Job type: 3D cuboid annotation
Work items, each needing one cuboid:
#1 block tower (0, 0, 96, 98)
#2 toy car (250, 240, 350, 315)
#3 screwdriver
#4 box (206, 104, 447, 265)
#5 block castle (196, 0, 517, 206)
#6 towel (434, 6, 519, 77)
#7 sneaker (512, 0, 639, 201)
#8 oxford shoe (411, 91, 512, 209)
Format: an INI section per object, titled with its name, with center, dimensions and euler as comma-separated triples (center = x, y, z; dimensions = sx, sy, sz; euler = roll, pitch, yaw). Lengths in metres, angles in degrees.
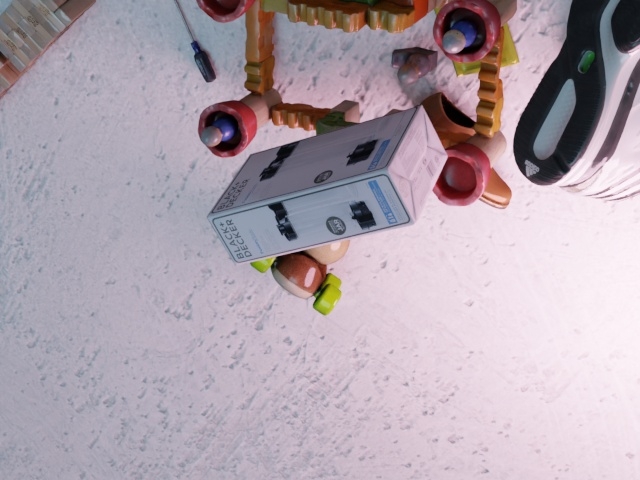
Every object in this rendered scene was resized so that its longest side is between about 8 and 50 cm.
[block tower]
center = -0.516, -0.320, 2.105
dimensions = 0.335, 0.097, 0.091
euler = -35, 104, 35
[toy car]
center = 0.000, 0.000, 2.105
dimensions = 0.155, 0.149, 0.188
euler = 35, 100, -7
[screwdriver]
center = -0.209, -0.329, 2.015
dimensions = 0.025, 0.024, 0.170
euler = 0, 120, 58
[box]
center = 0.008, -0.072, 1.700
dimensions = 0.290, 0.169, 0.087
euler = -13, 120, 33
[block castle]
center = 0.042, -0.239, 1.799
dimensions = 0.453, 0.213, 0.303
euler = 13, 119, 23
[towel]
center = 0.206, -0.350, 1.819
dimensions = 0.102, 0.021, 0.237
euler = -8, 119, 28
[sneaker]
center = 0.461, -0.252, 1.717
dimensions = 0.257, 0.169, 0.447
euler = 15, 112, -41
[oxford shoe]
center = 0.227, -0.135, 1.924
dimensions = 0.212, 0.076, 0.076
euler = 47, 123, -10
